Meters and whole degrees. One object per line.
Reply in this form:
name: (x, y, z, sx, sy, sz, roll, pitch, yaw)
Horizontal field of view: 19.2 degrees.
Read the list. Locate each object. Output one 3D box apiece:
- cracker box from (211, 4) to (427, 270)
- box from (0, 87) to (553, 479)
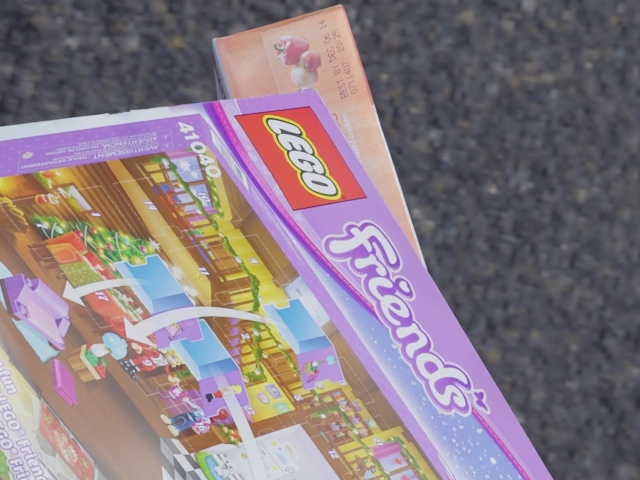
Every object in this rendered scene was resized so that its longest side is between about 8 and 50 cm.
cracker box: (0.000, 0.000, 0.937, 0.067, 0.232, 0.156, -16, 78, -5)
box: (-0.010, 0.095, 0.548, 0.201, 0.057, 0.293, -11, 65, -48)
